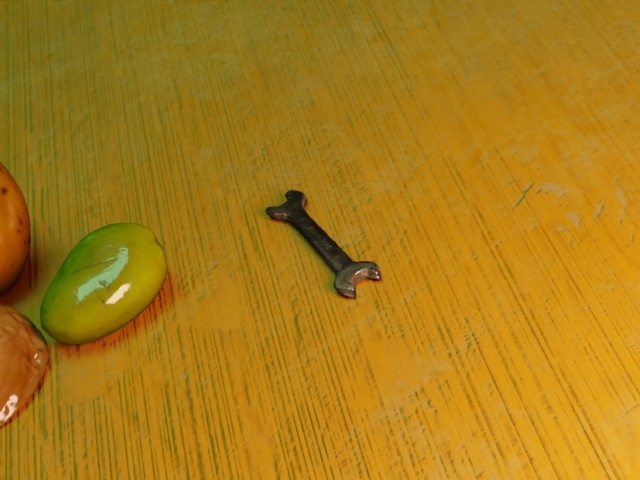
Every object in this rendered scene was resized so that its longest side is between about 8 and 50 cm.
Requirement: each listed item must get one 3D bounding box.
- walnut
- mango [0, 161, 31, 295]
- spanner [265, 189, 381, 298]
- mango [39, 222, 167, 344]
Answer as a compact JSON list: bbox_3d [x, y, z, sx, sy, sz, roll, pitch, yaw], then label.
[{"bbox_3d":[-0.386,0.125,1.832,0.167,0.087,0.211,-18,30,-4],"label":"walnut"},{"bbox_3d":[-0.451,-0.039,2.044,0.160,0.191,0.290,-22,25,-17],"label":"mango"},{"bbox_3d":[0.000,0.000,1.868,0.054,0.015,0.254,-28,31,-9],"label":"spanner"},{"bbox_3d":[-0.236,0.050,1.871,0.117,0.089,0.163,9,53,28],"label":"mango"}]
